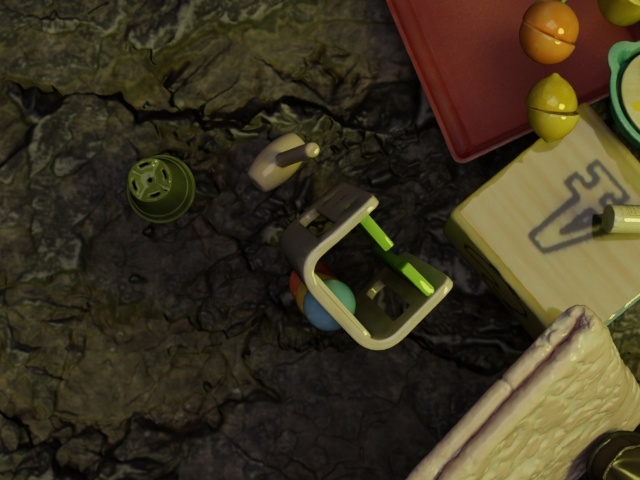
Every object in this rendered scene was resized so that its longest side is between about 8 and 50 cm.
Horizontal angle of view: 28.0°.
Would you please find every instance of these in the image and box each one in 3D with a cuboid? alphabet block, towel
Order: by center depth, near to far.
[{"bbox_3d":[0.205,0.234,1.334,0.317,0.332,0.053,-47,61,-1],"label":"towel"},{"bbox_3d":[0.271,-0.006,1.419,0.193,0.192,0.197,-40,83,-3],"label":"alphabet block"}]

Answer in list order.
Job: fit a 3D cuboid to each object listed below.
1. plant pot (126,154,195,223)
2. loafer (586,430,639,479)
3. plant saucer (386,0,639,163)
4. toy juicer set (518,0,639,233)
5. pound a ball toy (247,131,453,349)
[{"bbox_3d":[-0.192,-0.065,1.501,0.083,0.079,0.083,0,85,2],"label":"plant pot"},{"bbox_3d":[0.382,0.283,1.399,0.220,0.078,0.080,35,94,-21],"label":"loafer"},{"bbox_3d":[0.230,-0.247,1.477,0.259,0.048,0.258,-25,73,14],"label":"plant saucer"},{"bbox_3d":[0.321,-0.130,1.299,0.209,0.089,0.329,-19,77,-20],"label":"toy juicer set"},{"bbox_3d":[0.000,0.000,1.391,0.136,0.319,0.208,-43,99,-1],"label":"pound a ball toy"}]
